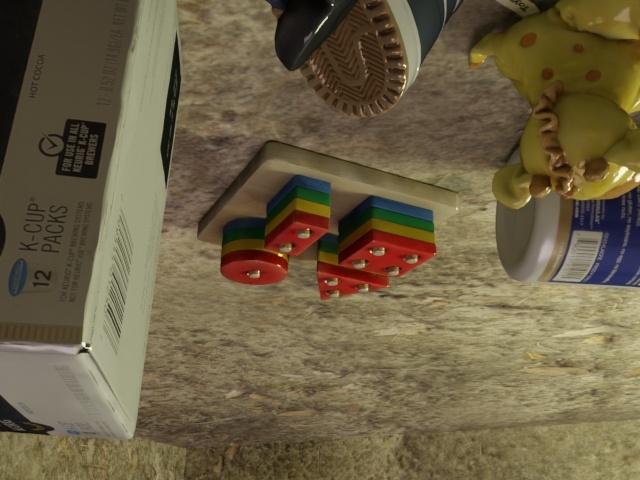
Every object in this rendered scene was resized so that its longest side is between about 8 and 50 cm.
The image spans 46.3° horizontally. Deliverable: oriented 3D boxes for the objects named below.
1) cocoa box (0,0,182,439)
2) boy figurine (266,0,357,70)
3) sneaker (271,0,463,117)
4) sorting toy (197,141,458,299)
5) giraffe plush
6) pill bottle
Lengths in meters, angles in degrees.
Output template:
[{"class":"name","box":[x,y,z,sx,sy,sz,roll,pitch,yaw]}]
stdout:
[{"class":"cocoa box","box":[-0.234,-0.058,0.528,0.228,0.346,0.231,4,155,-5]},{"class":"boy figurine","box":[-0.084,-0.216,0.345,0.285,0.092,0.177,39,142,-5]},{"class":"sneaker","box":[0.015,-0.232,0.444,0.099,0.153,0.282,2,128,35]},{"class":"sorting toy","box":[0.000,0.000,0.959,0.257,0.089,0.255,13,154,-24]},{"class":"giraffe plush","box":[0.218,-0.107,0.602,0.211,0.170,0.181,10,155,-17]},{"class":"pill bottle","box":[0.338,-0.022,0.808,0.265,0.153,0.153,4,156,-5]}]
